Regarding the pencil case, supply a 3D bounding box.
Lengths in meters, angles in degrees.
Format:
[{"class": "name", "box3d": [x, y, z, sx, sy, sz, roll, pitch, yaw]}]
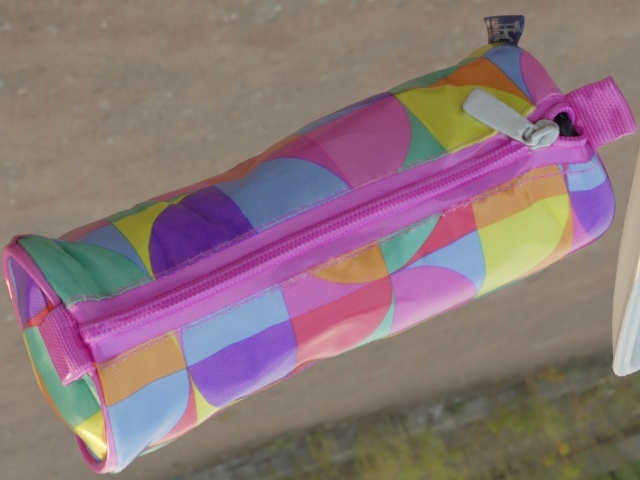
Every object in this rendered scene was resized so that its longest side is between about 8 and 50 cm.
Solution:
[{"class": "pencil case", "box3d": [0.000, 0.000, 0.560, 0.236, 0.104, 0.104, -26, 166, -17]}]

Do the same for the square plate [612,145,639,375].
[{"class": "square plate", "box3d": [0.265, -0.127, 0.645, 0.347, 0.049, 0.344, -31, 146, -17]}]
